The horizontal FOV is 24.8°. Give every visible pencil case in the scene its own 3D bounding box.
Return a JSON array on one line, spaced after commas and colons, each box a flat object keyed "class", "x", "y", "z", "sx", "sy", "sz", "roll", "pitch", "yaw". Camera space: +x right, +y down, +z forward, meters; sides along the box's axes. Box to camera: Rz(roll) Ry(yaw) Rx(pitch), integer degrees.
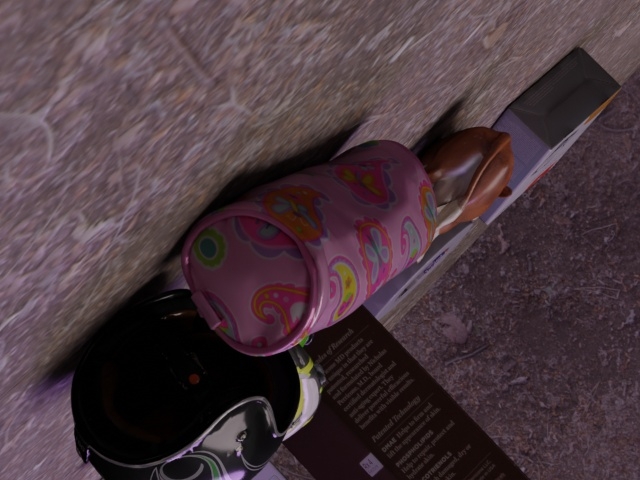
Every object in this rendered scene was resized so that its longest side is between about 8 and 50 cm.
[{"class": "pencil case", "x": 0.000, "y": 0.000, "z": 1.165, "sx": 0.124, "sy": 0.124, "sz": 0.284, "roll": -48, "pitch": 173, "yaw": 25}]

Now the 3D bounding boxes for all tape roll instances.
[{"class": "tape roll", "x": 0.129, "y": 0.027, "z": 2.197, "sx": 0.219, "sy": 0.072, "sz": 0.219, "roll": -44, "pitch": 174, "yaw": -6}]

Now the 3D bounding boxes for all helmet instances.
[{"class": "helmet", "x": -0.104, "y": 0.127, "z": 1.136, "sx": 0.169, "sy": 0.169, "sz": 0.161, "roll": -44, "pitch": 156, "yaw": -1}]

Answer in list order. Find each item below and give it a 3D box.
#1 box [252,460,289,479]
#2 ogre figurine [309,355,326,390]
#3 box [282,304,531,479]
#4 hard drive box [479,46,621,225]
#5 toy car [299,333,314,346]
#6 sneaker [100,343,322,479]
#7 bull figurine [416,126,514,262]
[{"class": "box", "x": -0.165, "y": 0.469, "z": 2.416, "sx": 0.262, "sy": 0.231, "sz": 0.127, "roll": -44, "pitch": 173, "yaw": -6}, {"class": "ogre figurine", "x": -0.061, "y": 0.147, "z": 1.644, "sx": 0.197, "sy": 0.118, "sz": 0.097, "roll": -49, "pitch": 171, "yaw": 29}, {"class": "box", "x": 0.066, "y": 0.236, "z": 1.805, "sx": 0.143, "sy": 0.381, "sz": 0.191, "roll": -38, "pitch": 170, "yaw": -28}, {"class": "hard drive box", "x": 0.311, "y": -0.151, "z": 2.140, "sx": 0.181, "sy": 0.089, "sz": 0.232, "roll": -40, "pitch": 172, "yaw": -30}, {"class": "toy car", "x": -0.021, "y": 0.063, "z": 1.513, "sx": 0.225, "sy": 0.053, "sz": 0.239, "roll": -62, "pitch": 168, "yaw": 15}, {"class": "sneaker", "x": -0.118, "y": 0.188, "z": 1.472, "sx": 0.147, "sy": 0.145, "sz": 0.384, "roll": -40, "pitch": 170, "yaw": -34}, {"class": "bull figurine", "x": 0.150, "y": -0.057, "z": 1.729, "sx": 0.188, "sy": 0.101, "sz": 0.310, "roll": -42, "pitch": 173, "yaw": -6}]
